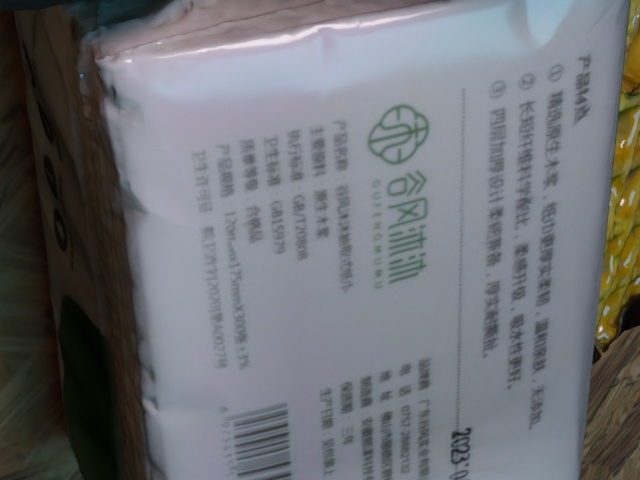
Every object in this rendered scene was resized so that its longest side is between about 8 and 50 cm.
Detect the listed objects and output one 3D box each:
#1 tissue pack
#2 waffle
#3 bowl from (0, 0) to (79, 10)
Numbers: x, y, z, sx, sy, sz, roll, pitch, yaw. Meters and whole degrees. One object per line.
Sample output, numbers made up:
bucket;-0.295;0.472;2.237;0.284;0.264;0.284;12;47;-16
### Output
tissue pack;-0.001;-0.001;0.853;0.266;0.194;0.357;-13;128;-17
waffle;0.196;-0.044;1.091;0.312;0.060;0.307;-51;149;-33
bowl;-0.131;-0.180;0.659;0.211;0.112;0.211;18;62;-39
